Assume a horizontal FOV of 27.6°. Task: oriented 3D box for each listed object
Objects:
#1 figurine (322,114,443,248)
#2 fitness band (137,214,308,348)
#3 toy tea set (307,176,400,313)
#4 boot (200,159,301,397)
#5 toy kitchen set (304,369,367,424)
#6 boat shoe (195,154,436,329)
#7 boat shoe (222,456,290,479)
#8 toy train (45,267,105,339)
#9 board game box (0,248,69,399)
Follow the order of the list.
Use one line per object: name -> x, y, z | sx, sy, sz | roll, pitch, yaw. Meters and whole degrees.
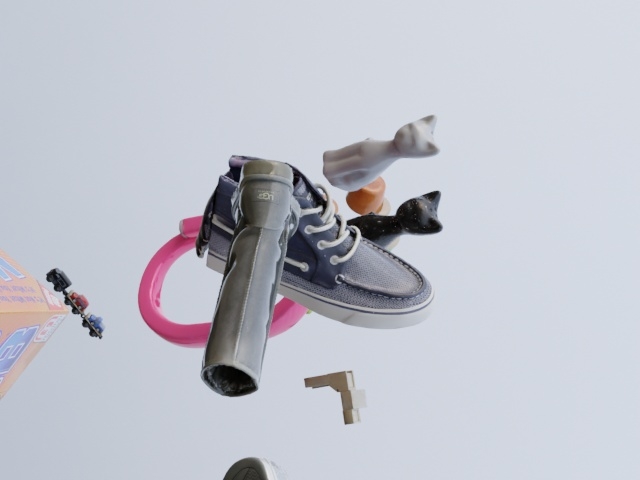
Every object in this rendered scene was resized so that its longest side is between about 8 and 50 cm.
figurine -> 0.107, -0.083, 2.054 | 0.209, 0.092, 0.214 | -18, -117, 40
fitness band -> -0.139, 0.056, 1.948 | 0.054, 0.291, 0.209 | 51, 36, -54
toy tea set -> 0.025, 0.006, 2.439 | 0.200, 0.336, 0.124 | 46, -37, 22
boot -> -0.064, 0.048, 1.243 | 0.189, 0.076, 0.208 | 79, 13, -71
toy kitchen set -> 0.027, 0.252, 2.067 | 0.075, 0.068, 0.083 | -12, -99, 21
boat shoe -> 0.000, 0.000, 1.741 | 0.127, 0.341, 0.158 | -70, 174, -48
boat shoe -> -0.041, 0.404, 1.485 | 0.118, 0.103, 0.320 | -22, -103, 39
toy train -> -0.442, 0.114, 2.382 | 0.158, 0.036, 0.027 | 54, 14, -13
board game box -> -0.656, 0.126, 1.864 | 0.356, 0.356, 0.356 | -51, 170, 5
